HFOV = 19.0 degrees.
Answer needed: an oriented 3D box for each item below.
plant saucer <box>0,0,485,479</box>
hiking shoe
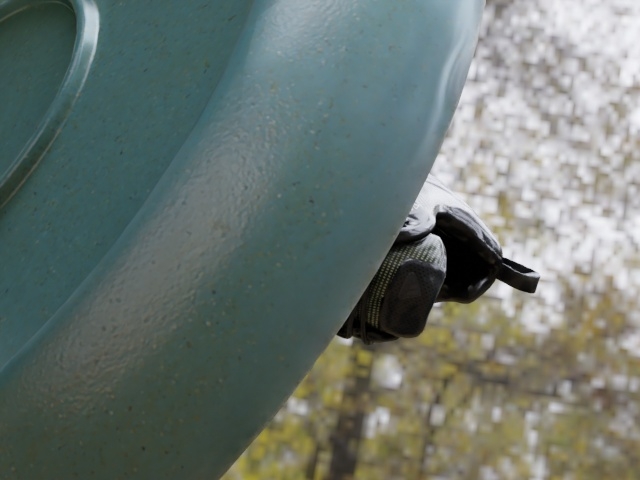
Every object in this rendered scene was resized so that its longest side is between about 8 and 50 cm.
[{"bbox_3d":[-0.089,-0.023,0.549,0.318,0.317,0.044,-15,-45,42],"label":"plant saucer"},{"bbox_3d":[0.000,0.000,0.877,0.227,0.086,0.114,-7,25,-42],"label":"hiking shoe"}]
